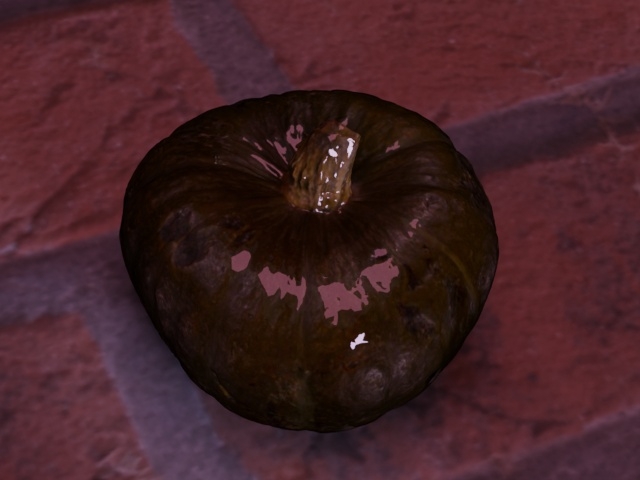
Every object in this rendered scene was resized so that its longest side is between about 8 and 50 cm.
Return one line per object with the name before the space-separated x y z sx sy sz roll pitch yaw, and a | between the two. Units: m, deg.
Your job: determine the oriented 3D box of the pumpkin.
pumpkin | 0.000 0.000 0.889 0.219 0.162 0.219 3 47 -3
